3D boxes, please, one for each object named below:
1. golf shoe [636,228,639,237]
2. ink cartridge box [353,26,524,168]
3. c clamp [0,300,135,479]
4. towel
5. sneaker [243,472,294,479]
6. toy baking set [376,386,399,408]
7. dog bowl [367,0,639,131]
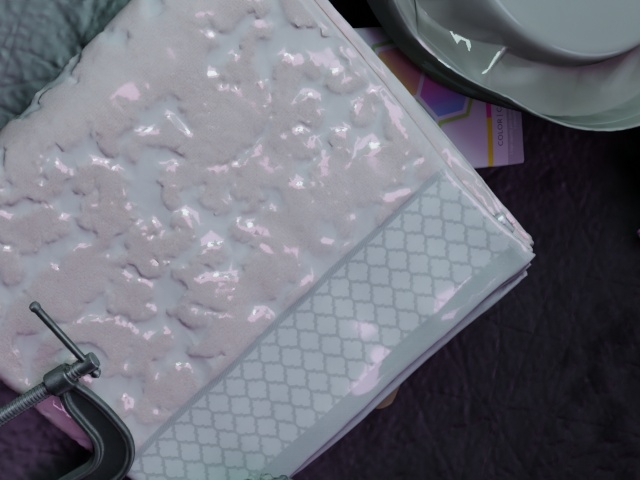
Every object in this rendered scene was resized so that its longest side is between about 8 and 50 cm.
[{"bbox_3d":[0.323,-0.083,0.941,0.140,0.306,0.115,14,45,12],"label":"golf shoe"},{"bbox_3d":[0.045,-0.102,0.924,0.209,0.062,0.109,-6,96,-22],"label":"ink cartridge box"},{"bbox_3d":[-0.197,0.128,0.823,0.161,0.022,0.137,-37,114,12],"label":"c clamp"},{"bbox_3d":[-0.067,0.009,0.829,0.332,0.053,0.317,-43,108,7],"label":"towel"},{"bbox_3d":[-0.091,0.286,0.812,0.293,0.102,0.146,-45,93,2],"label":"sneaker"},{"bbox_3d":[0.004,-0.005,0.883,0.197,0.030,0.256,-41,108,11],"label":"toy baking set"},{"bbox_3d":[0.161,-0.249,0.871,0.349,0.102,0.348,-2,94,-33],"label":"dog bowl"}]
